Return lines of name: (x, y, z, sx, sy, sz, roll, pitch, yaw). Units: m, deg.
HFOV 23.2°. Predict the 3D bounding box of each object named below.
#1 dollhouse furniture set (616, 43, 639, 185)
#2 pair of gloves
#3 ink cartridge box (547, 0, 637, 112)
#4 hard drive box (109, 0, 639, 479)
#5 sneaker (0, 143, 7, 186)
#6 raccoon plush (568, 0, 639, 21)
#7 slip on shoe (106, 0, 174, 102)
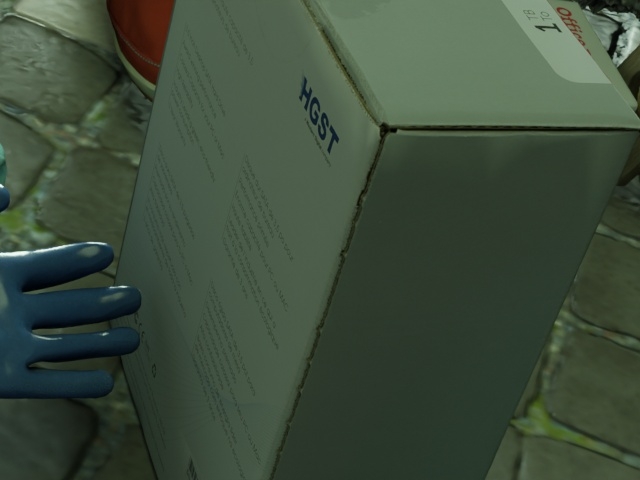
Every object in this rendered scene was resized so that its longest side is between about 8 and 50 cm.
dollhouse furniture set: (0.261, -0.028, 0.852, 0.182, 0.101, 0.161, -1, 65, -23)
pair of gloves: (-0.123, 0.069, 0.539, 0.159, 0.023, 0.198, 1, 63, -37)
ink cartridge box: (0.081, -0.086, 0.847, 0.150, 0.063, 0.109, 4, 39, -17)
hard drive box: (0.000, 0.000, 0.563, 0.089, 0.232, 0.181, -1, 41, -23)
sneaker: (-0.200, 0.013, 0.573, 0.122, 0.110, 0.283, 21, 37, 0)
raccoon plush: (0.201, -0.254, 1.020, 0.446, 0.216, 0.299, 14, 14, 13)
slip on shoe: (-0.068, -0.164, 0.827, 0.123, 0.101, 0.331, -23, 43, -4)
